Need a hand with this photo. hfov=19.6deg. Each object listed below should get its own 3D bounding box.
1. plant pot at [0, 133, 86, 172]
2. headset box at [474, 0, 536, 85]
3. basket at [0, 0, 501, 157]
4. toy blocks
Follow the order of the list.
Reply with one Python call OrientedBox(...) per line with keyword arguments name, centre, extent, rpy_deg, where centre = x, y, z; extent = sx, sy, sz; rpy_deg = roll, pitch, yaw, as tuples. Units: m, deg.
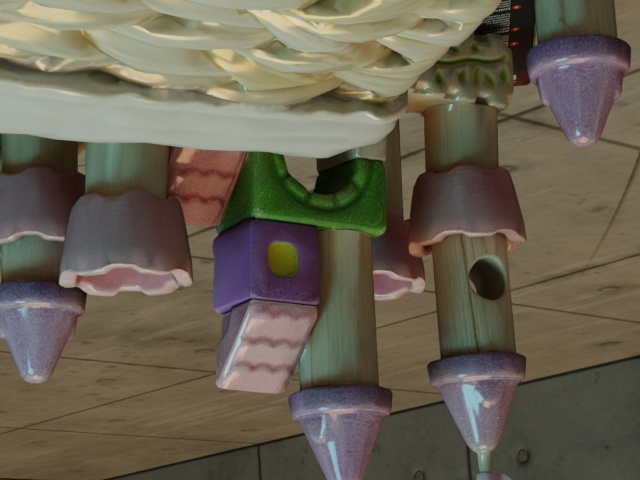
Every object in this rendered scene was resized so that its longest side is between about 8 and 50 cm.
OrientedBox(name="plant pot", centre=(-0.221, -0.101, 1.144), extent=(0.237, 0.237, 0.110), rpy_deg=(-16, 121, 39))
OrientedBox(name="headset box", centre=(0.013, -0.165, 1.054), extent=(0.218, 0.110, 0.293), rpy_deg=(-5, 165, 4))
OrientedBox(name="basket", centre=(-0.087, -0.221, 0.403), extent=(0.331, 0.328, 0.266), rpy_deg=(4, 159, -27))
OrientedBox(name="toy blocks", centre=(0.000, 0.000, 0.948), extent=(0.288, 0.260, 0.309), rpy_deg=(7, 163, -31))
